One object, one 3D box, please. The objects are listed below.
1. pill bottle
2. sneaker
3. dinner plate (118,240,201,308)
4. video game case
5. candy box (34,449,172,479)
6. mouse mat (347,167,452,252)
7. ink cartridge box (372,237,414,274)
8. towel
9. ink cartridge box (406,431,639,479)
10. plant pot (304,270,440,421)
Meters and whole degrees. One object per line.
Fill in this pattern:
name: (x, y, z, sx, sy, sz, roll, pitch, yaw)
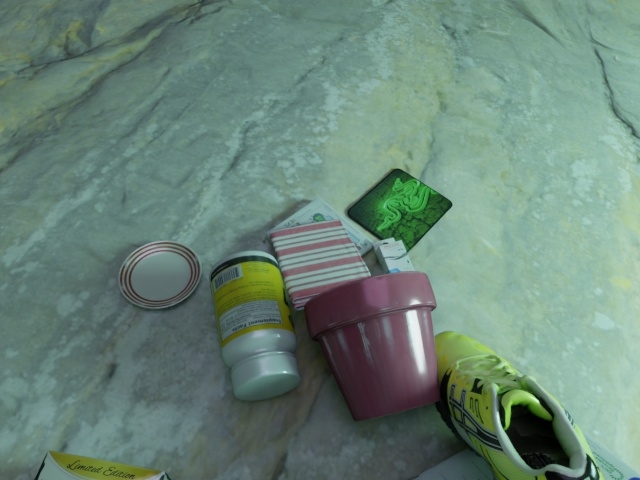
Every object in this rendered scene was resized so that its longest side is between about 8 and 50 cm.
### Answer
pill bottle: (-0.102, 0.130, 0.766, 0.119, 0.119, 0.209, -9, 56, -13)
sneaker: (0.249, 0.219, 0.648, 0.145, 0.147, 0.385, -13, 24, -8)
dinner plate: (-0.280, 0.060, 0.861, 0.141, 0.017, 0.141, 4, 53, -5)
video game case: (0.000, 0.000, 0.936, 0.143, 0.019, 0.157, -37, 65, -28)
candy box: (-0.291, 0.389, 0.582, 0.159, 0.071, 0.234, 9, 52, 1)
mouse mat: (0.166, -0.066, 1.013, 0.152, 0.007, 0.189, 36, 57, 19)
ink cartridge box: (0.134, 0.031, 0.911, 0.048, 0.028, 0.083, -14, 69, -17)
towel: (-0.003, 0.036, 0.865, 0.144, 0.029, 0.197, -9, 41, -14)
ink cartridge box: (0.272, 0.363, 0.580, 0.307, 0.072, 0.303, -21, 26, -17)
plant pot: (0.090, 0.161, 0.731, 0.201, 0.201, 0.180, -10, 71, -13)
